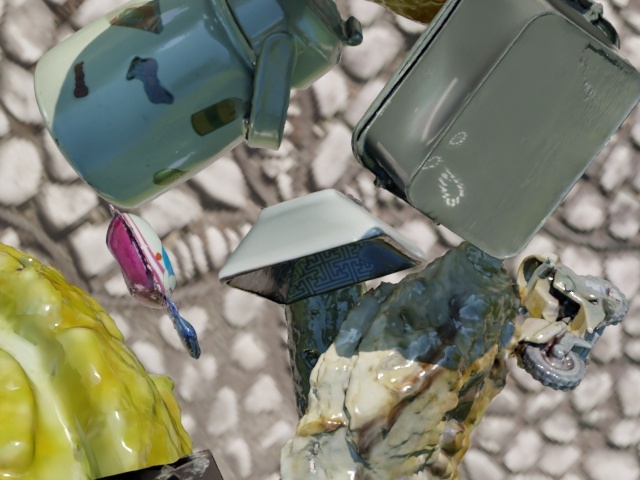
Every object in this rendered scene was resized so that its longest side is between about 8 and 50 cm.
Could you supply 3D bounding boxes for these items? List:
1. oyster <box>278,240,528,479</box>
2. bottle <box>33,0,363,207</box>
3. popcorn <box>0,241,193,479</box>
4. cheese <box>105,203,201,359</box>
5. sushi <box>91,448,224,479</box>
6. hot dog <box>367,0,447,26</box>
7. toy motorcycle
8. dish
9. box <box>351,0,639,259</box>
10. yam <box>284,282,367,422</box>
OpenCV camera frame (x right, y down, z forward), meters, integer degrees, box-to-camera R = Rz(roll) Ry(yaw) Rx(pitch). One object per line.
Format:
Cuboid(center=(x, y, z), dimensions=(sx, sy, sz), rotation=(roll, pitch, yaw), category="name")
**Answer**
Cuboid(center=(0.084, 0.150, 1.644), dimensions=(0.201, 0.107, 0.354), rotation=(24, 79, -20), category="oyster")
Cuboid(center=(-0.114, -0.196, 1.961), dimensions=(0.352, 0.229, 0.229), rotation=(-30, 121, 15), category="bottle")
Cuboid(center=(-0.204, 0.136, 1.020), dimensions=(0.282, 0.282, 0.247), rotation=(-31, 153, -9), category="popcorn")
Cuboid(center=(-0.130, 0.030, 1.371), dimensions=(0.038, 0.145, 0.095), rotation=(-28, 149, -10), category="cheese")
Cuboid(center=(-0.083, 0.156, 0.863), dimensions=(0.083, 0.056, 0.084), rotation=(-11, 100, -10), category="sushi")
Cuboid(center=(0.013, -0.365, 1.670), dimensions=(0.405, 0.185, 0.223), rotation=(18, 115, -32), category="hot dog")
Cuboid(center=(0.253, 0.085, 1.947), dimensions=(0.130, 0.229, 0.094), rotation=(35, 124, 8), category="toy motorcycle")
Cuboid(center=(0.000, 0.000, 1.917), dimensions=(0.182, 0.243, 0.080), rotation=(-16, 79, 13), category="dish")
Cuboid(center=(0.155, -0.108, 1.505), dimensions=(0.163, 0.135, 0.243), rotation=(33, 102, -22), category="box")
Cuboid(center=(0.014, 0.144, 2.160), dimensions=(0.107, 0.107, 0.194), rotation=(-7, 94, -20), category="yam")
